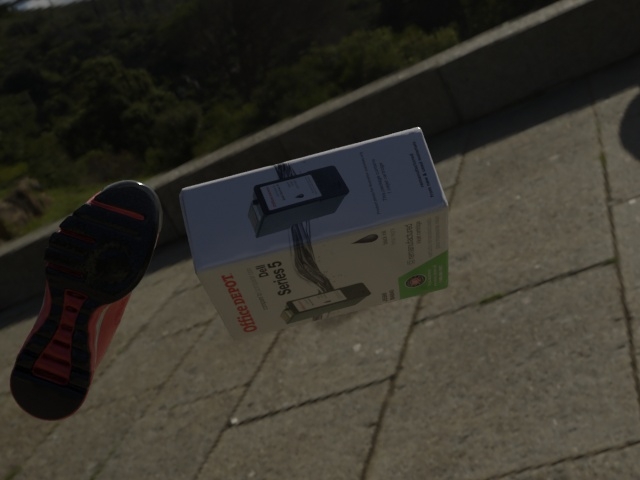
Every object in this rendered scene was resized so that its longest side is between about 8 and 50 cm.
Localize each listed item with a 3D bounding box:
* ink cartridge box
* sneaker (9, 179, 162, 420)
[{"bbox_3d":[0.000,0.000,1.026,0.273,0.114,0.198,-15,-29,0],"label":"ink cartridge box"},{"bbox_3d":[-0.292,0.061,1.119,0.313,0.116,0.136,-63,9,8],"label":"sneaker"}]
